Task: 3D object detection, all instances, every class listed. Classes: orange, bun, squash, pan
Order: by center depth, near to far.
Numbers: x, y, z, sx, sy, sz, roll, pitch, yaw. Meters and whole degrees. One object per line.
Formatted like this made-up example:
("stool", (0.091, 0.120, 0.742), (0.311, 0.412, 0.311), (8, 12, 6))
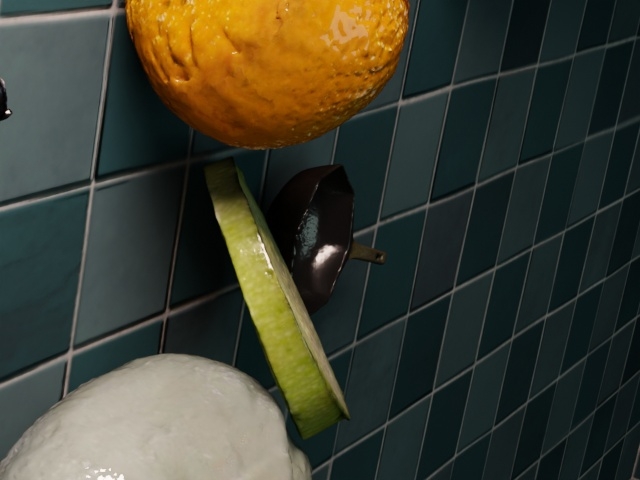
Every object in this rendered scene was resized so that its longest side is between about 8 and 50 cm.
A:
("orange", (-0.031, -0.151, 1.082), (0.161, 0.193, 0.193), (15, 93, -49))
("bun", (-0.120, 0.262, 1.181), (0.354, 0.194, 0.354), (-41, 140, -47))
("squash", (-0.040, 0.040, 1.228), (0.041, 0.219, 0.219), (-24, 147, 0))
("pan", (-0.006, 0.014, 1.426), (0.128, 0.048, 0.202), (-65, 156, -22))

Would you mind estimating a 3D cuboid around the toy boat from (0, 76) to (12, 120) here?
("toy boat", (-0.242, -0.042, 0.790), (0.269, 0.141, 0.141), (-62, 158, -55))
